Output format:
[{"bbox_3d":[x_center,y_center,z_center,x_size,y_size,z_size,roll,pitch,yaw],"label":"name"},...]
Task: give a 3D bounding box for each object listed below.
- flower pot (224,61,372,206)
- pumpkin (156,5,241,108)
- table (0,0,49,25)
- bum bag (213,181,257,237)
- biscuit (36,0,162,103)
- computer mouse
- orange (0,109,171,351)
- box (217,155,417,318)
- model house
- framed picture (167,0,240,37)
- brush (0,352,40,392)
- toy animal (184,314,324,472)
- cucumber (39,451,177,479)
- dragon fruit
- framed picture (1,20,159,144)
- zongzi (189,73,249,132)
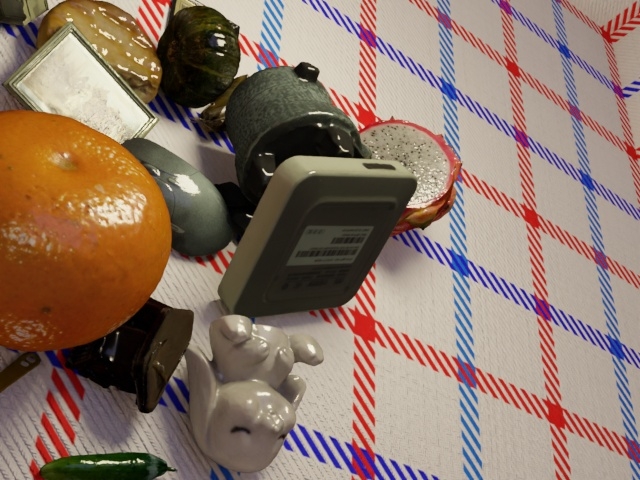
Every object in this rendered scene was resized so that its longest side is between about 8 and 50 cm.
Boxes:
[{"bbox_3d":[-0.042,-0.203,2.000,0.299,0.299,0.283,17,36,-36],"label":"flower pot"},{"bbox_3d":[-0.269,-0.402,2.054,0.157,0.223,0.224,12,55,-43],"label":"pumpkin"},{"bbox_3d":[-0.607,-0.480,1.878,0.079,0.062,0.083,11,40,19],"label":"table"},{"bbox_3d":[-0.147,-0.034,2.036,0.248,0.060,0.123,48,44,-5],"label":"bum bag"},{"bbox_3d":[-0.464,-0.402,1.966,0.274,0.091,0.213,17,55,-33],"label":"biscuit"},{"bbox_3d":[-0.319,-0.108,1.870,0.379,0.090,0.167,35,57,-24],"label":"computer mouse"},{"bbox_3d":[-0.457,-0.010,1.519,0.424,0.326,0.424,23,32,-16],"label":"orange"},{"bbox_3d":[0.000,0.000,1.927,0.367,0.373,0.090,-2,39,-44],"label":"box"},{"bbox_3d":[-0.337,0.178,1.655,0.141,0.164,0.203,74,35,-48],"label":"model house"},{"bbox_3d":[-0.283,-0.504,2.274,0.199,0.010,0.195,27,47,-29],"label":"framed picture"},{"bbox_3d":[-0.529,0.239,1.499,0.082,0.010,0.218,31,34,9],"label":"brush"},{"bbox_3d":[-0.131,0.297,1.733,0.271,0.206,0.265,19,63,-36],"label":"toy animal"},{"bbox_3d":[-0.345,0.380,1.561,0.250,0.056,0.056,8,58,-40],"label":"cucumber"},{"bbox_3d":[0.185,-0.130,2.310,0.305,0.226,0.305,3,59,-6],"label":"dragon fruit"},{"bbox_3d":[-0.464,-0.274,1.854,0.274,0.017,0.217,47,54,-24],"label":"framed picture"},{"bbox_3d":[-0.188,-0.261,2.160,0.187,0.084,0.184,-51,123,-38],"label":"zongzi"}]
